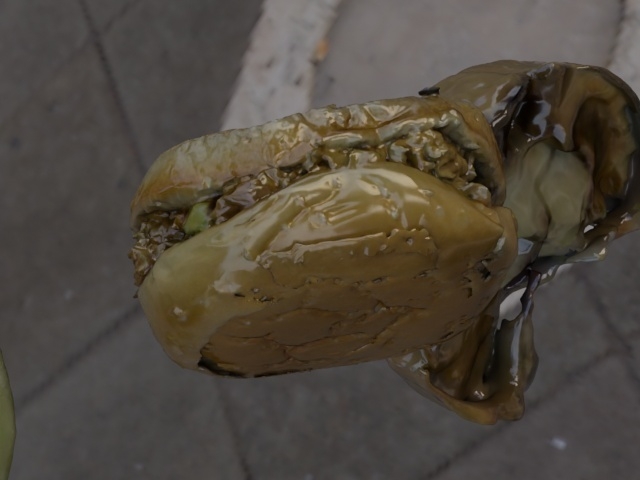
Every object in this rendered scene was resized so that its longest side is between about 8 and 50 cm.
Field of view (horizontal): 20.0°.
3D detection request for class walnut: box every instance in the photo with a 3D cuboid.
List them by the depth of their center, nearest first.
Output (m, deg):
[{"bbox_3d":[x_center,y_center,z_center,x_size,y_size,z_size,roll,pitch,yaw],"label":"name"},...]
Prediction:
[{"bbox_3d":[0.102,-0.019,1.169,0.141,0.204,0.238,26,73,43],"label":"walnut"}]

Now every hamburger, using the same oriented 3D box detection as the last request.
[{"bbox_3d":[-0.001,0.001,0.963,0.214,0.214,0.108,-27,66,32],"label":"hamburger"}]

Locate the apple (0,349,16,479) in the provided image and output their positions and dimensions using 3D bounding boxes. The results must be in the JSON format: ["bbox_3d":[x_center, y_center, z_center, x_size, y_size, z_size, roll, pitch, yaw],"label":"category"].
[{"bbox_3d":[-0.281,0.139,0.852,0.258,0.233,0.295,22,129,20],"label":"apple"}]
